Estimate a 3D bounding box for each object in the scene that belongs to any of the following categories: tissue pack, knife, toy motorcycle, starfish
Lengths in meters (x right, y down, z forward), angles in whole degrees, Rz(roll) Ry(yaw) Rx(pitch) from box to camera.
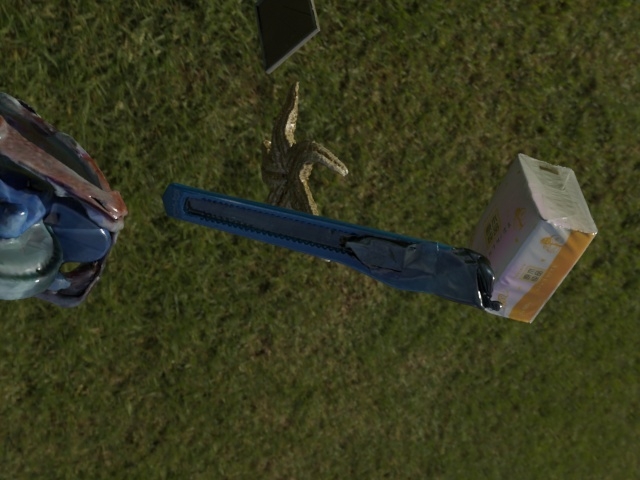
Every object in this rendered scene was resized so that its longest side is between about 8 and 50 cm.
[{"bbox_3d":[0.360,-0.002,1.220,0.124,0.185,0.225,14,131,-9],"label":"tissue pack"},{"bbox_3d":[-0.001,0.001,0.553,0.026,0.296,0.044,-39,139,-62],"label":"knife"},{"bbox_3d":[-0.365,-0.055,0.741,0.182,0.319,0.241,-53,174,4],"label":"toy motorcycle"},{"bbox_3d":[-0.040,-0.090,0.991,0.062,0.277,0.236,-6,164,-29],"label":"starfish"}]

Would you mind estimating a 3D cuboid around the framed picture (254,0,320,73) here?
[{"bbox_3d":[-0.053,-0.333,1.030,0.109,0.149,0.011,-32,144,33],"label":"framed picture"}]
